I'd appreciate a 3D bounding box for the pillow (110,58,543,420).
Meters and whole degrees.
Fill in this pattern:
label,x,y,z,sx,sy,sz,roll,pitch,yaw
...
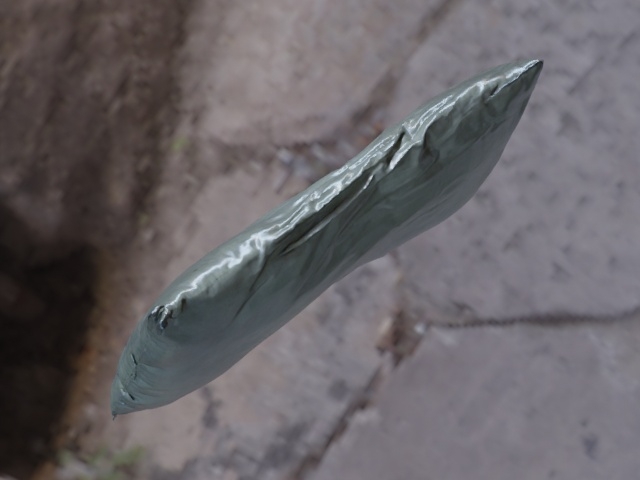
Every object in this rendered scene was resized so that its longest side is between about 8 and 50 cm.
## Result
label,x,y,z,sx,sy,sz,roll,pitch,yaw
pillow,0.000,0.000,0.902,0.229,0.148,0.050,-38,79,-26
